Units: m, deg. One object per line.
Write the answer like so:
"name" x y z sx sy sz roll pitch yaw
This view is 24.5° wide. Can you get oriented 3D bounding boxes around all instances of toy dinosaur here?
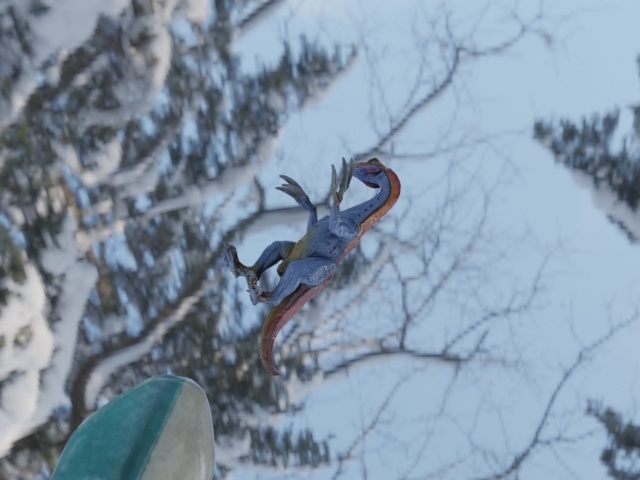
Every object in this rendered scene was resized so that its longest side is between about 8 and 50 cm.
"toy dinosaur" 0.000 0.000 0.642 0.082 0.090 0.047 -19 -151 -20

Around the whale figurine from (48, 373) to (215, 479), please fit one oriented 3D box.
"whale figurine" -0.124 0.161 0.504 0.141 0.216 0.272 23 -128 -3
